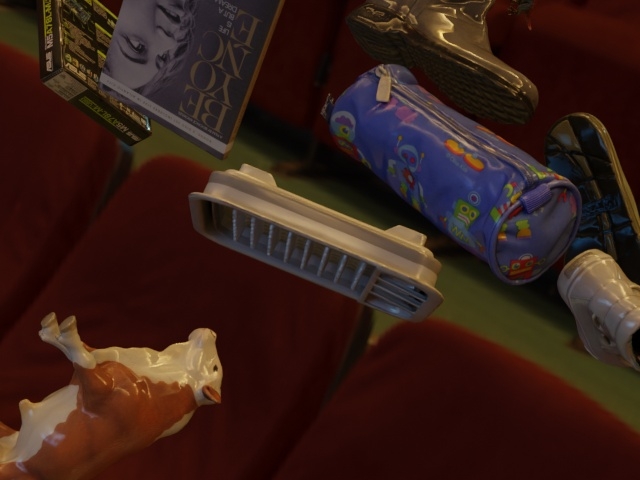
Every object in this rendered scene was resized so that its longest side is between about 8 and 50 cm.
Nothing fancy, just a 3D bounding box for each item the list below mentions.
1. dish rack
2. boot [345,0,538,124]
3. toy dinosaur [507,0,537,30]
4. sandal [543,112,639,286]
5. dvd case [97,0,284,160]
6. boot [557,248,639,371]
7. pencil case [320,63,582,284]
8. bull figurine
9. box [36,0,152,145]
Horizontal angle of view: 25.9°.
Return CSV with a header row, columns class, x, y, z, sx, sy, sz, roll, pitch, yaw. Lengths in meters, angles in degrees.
class,x,y,z,sx,sy,sz,roll,pitch,yaw
dish rack,0.000,0.000,1.767,0.332,0.072,0.285,22,-11,1
boot,0.210,-0.309,1.884,0.338,0.223,0.118,36,-14,34
toy dinosaur,0.303,-0.353,1.988,0.090,0.047,0.082,32,-32,-30
sandal,0.380,-0.023,1.852,0.120,0.303,0.086,-11,-2,30
dvd case,-0.134,-0.211,1.432,0.164,0.221,0.018,31,34,11
boot,0.353,0.113,1.565,0.123,0.095,0.258,52,7,37
pencil case,0.135,-0.082,1.473,0.119,0.133,0.306,-33,49,-19
bull figurine,-0.252,0.177,1.461,0.188,0.310,0.101,48,5,-21
box,-0.305,-0.246,1.877,0.190,0.045,0.184,37,33,-50
